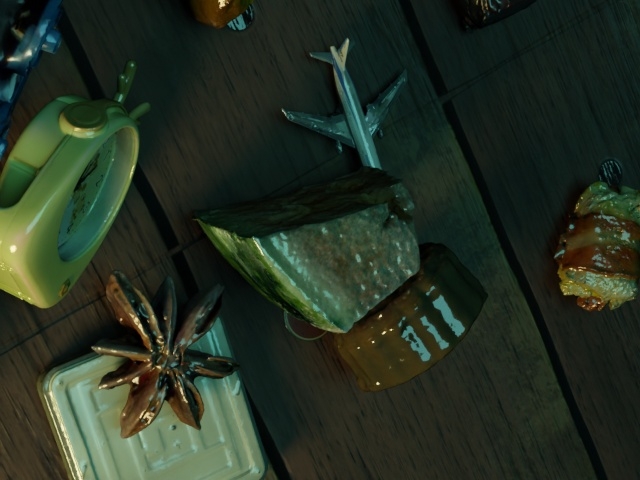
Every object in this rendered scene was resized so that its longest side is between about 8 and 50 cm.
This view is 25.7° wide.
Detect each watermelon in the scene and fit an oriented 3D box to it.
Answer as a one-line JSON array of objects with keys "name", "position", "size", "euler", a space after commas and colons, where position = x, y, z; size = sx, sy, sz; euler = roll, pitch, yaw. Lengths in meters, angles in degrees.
[{"name": "watermelon", "position": [-0.004, 0.016, 1.866], "size": [0.302, 0.264, 0.151], "euler": [-14, 106, -21]}]

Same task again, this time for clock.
[{"name": "clock", "position": [-0.309, -0.079, 1.737], "size": [0.096, 0.235, 0.308], "euler": [26, 70, 11]}]

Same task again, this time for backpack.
[{"name": "backpack", "position": [0.248, -0.405, 2.095], "size": [0.120, 0.106, 0.165], "euler": [-32, 110, -20]}]

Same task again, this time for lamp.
[{"name": "lamp", "position": [-0.219, 0.250, 1.886], "size": [0.269, 0.047, 0.266], "euler": [-23, 102, -28]}]

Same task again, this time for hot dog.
[{"name": "hot dog", "position": [0.445, 0.010, 2.227], "size": [0.146, 0.103, 0.213], "euler": [20, 71, -7]}]

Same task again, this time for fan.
[{"name": "fan", "position": [-0.031, 0.088, 2.011], "size": [0.133, 0.005, 0.085], "euler": [44, 72, -24]}]

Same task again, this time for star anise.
[{"name": "star anise", "position": [-0.203, 0.141, 1.819], "size": [0.229, 0.093, 0.236], "euler": [-43, 107, -17]}]

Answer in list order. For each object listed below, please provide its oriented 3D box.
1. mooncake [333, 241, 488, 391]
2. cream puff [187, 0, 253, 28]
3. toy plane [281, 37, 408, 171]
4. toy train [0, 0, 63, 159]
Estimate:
[{"name": "mooncake", "position": [0.117, 0.104, 1.976], "size": [0.228, 0.228, 0.124], "euler": [-42, 102, -22]}, {"name": "cream puff", "position": [-0.131, -0.415, 1.863], "size": [0.241, 0.155, 0.268], "euler": [1, 85, -34]}, {"name": "toy plane", "position": [0.049, -0.179, 2.018], "size": [0.226, 0.058, 0.226], "euler": [-21, 105, -31]}, {"name": "toy train", "position": [-0.426, -0.184, 1.634], "size": [0.188, 0.265, 0.300], "euler": [24, 79, -12]}]
